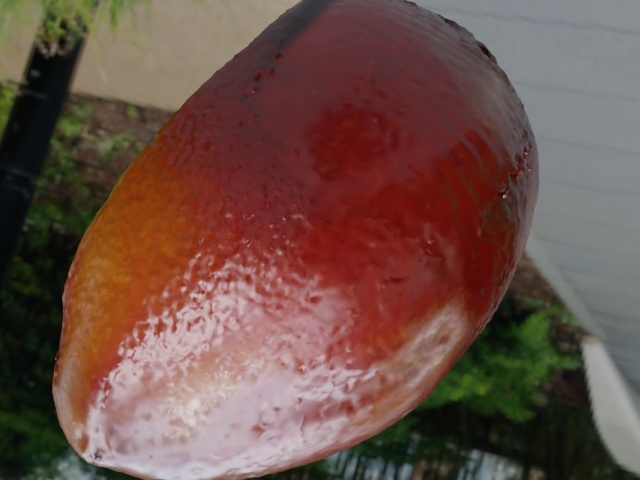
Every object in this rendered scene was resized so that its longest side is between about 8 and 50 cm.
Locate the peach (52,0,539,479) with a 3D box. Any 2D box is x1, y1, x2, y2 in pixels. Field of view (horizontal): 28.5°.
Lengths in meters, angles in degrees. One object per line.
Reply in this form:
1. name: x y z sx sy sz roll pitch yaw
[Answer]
1. peach: 0.003 -0.006 0.546 0.159 0.267 0.154 32 134 19
